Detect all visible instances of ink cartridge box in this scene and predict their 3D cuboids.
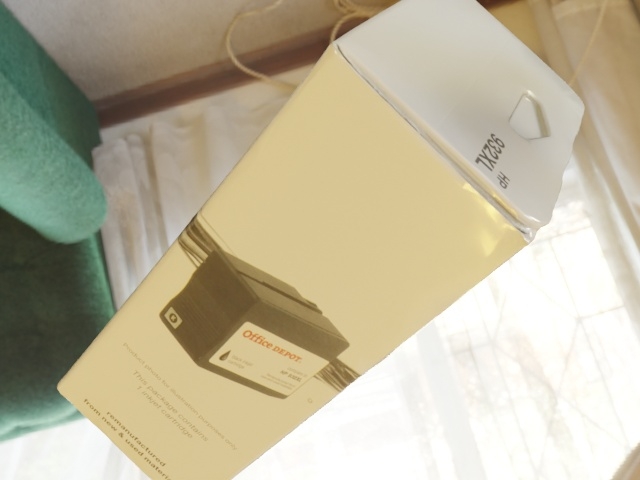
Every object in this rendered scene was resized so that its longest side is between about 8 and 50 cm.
[{"bbox_3d":[0.000,0.000,0.490,0.307,0.129,0.223,-45,-178,34],"label":"ink cartridge box"}]
